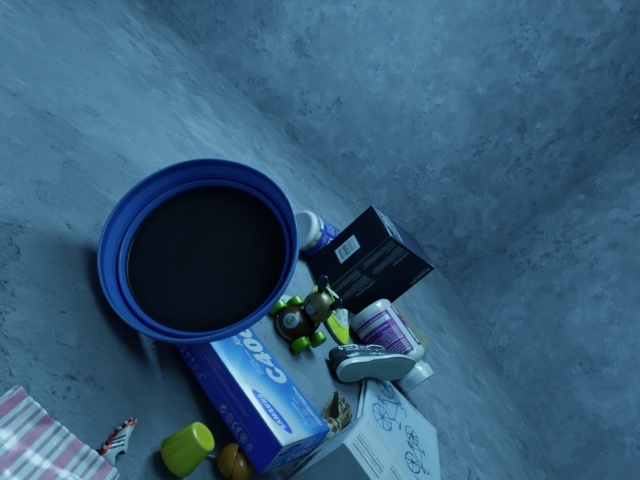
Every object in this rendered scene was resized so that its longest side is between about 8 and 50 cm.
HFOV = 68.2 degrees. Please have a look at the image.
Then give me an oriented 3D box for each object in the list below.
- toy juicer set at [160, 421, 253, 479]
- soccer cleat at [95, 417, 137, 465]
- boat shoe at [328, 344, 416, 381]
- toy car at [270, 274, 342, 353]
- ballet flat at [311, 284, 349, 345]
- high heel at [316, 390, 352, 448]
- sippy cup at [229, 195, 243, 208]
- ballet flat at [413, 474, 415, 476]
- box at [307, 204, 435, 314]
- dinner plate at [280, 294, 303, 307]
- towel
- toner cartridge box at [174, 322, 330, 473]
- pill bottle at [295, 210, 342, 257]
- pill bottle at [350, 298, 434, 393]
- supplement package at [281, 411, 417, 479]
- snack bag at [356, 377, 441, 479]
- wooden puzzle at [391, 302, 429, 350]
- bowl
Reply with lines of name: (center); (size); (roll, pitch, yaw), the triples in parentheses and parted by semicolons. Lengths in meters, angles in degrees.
toy juicer set: (-0.131, 0.451, 0.721); (0.209, 0.090, 0.329); (48, 4, -47)
soccer cleat: (-0.301, 0.303, 0.713); (0.035, 0.029, 0.083); (55, 20, -8)
boat shoe: (0.162, 0.363, 1.440); (0.303, 0.114, 0.091); (14, 25, -36)
toy car: (-0.022, 0.191, 1.305); (0.149, 0.188, 0.155); (-3, 53, -54)
ballet flat: (0.046, 0.235, 1.575); (0.077, 0.077, 0.230); (23, 30, -54)
high heel: (0.004, 0.398, 1.091); (0.261, 0.093, 0.186); (54, 16, -41)
sippy cup: (-0.220, 0.004, 1.118); (0.305, 0.224, 0.240); (41, 5, 15)
ballet flat: (0.139, 0.559, 1.130); (0.248, 0.086, 0.086); (38, 20, -41)
box: (0.188, 0.094, 1.769); (0.313, 0.343, 0.178); (33, 23, -41)
dinner plate: (-0.069, 0.220, 1.443); (0.141, 0.017, 0.141); (41, 20, -18)
towel: (-0.361, 0.291, 0.595); (0.197, 0.029, 0.144); (45, 19, -9)
toner cartridge box: (-0.148, 0.275, 0.938); (0.348, 0.075, 0.165); (44, 15, 29)
pill bottle: (0.000, 0.000, 1.837); (0.265, 0.153, 0.153); (29, 26, -45)
pill bottle: (0.250, 0.366, 1.632); (0.301, 0.169, 0.169); (55, 19, 21)
supplement package: (0.075, 0.503, 0.875); (0.261, 0.204, 0.145); (52, 19, 12)
snack bag: (0.241, 0.564, 1.412); (0.342, 0.037, 0.323); (46, 19, -6)
wooden puzzle: (0.371, 0.390, 2.078); (0.238, 0.044, 0.221); (46, 18, 9)
bowl: (-0.235, 0.017, 0.942); (0.391, 0.392, 0.077); (56, -12, 22)
